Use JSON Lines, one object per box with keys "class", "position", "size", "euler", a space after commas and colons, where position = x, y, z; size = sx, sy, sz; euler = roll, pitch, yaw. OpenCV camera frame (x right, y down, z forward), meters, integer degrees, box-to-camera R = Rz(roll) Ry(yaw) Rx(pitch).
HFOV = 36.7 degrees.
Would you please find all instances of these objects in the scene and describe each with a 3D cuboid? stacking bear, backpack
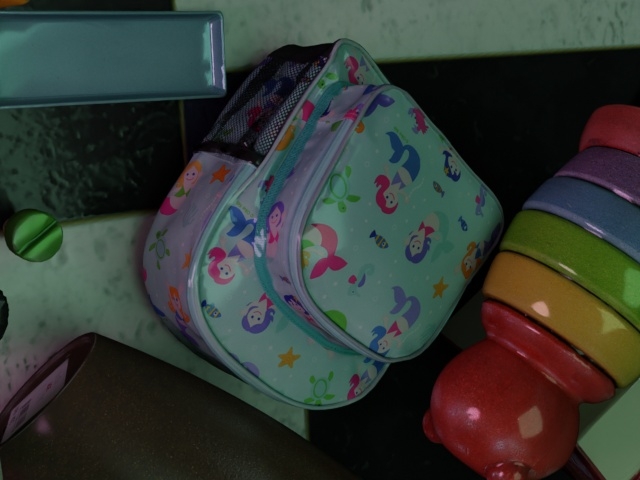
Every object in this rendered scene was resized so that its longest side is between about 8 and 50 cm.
{"class": "stacking bear", "position": [0.194, 0.056, 0.739], "size": [0.289, 0.175, 0.164], "euler": [-54, 134, -5]}
{"class": "backpack", "position": [0.000, 0.000, 0.746], "size": [0.253, 0.191, 0.225], "euler": [-52, 123, -10]}

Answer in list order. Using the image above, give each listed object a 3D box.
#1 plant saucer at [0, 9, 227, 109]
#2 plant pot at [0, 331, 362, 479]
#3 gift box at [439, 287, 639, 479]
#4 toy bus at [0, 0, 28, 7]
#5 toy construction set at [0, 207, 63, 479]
{"class": "plant saucer", "position": [-0.157, -0.134, 0.707], "size": [0.192, 0.018, 0.067], "euler": [-9, 103, -33]}
{"class": "plant pot", "position": [-0.118, 0.182, 0.693], "size": [0.230, 0.215, 0.215], "euler": [46, 71, -18]}
{"class": "gift box", "position": [0.292, 0.091, 0.924], "size": [0.258, 0.276, 0.255], "euler": [-43, 127, -3]}
{"class": "toy bus", "position": [-0.296, -0.268, 0.531], "size": [0.332, 0.108, 0.130], "euler": [27, 85, -35]}
{"class": "toy construction set", "position": [-0.296, 0.066, 0.509], "size": [0.309, 0.237, 0.257], "euler": [23, 85, -35]}
